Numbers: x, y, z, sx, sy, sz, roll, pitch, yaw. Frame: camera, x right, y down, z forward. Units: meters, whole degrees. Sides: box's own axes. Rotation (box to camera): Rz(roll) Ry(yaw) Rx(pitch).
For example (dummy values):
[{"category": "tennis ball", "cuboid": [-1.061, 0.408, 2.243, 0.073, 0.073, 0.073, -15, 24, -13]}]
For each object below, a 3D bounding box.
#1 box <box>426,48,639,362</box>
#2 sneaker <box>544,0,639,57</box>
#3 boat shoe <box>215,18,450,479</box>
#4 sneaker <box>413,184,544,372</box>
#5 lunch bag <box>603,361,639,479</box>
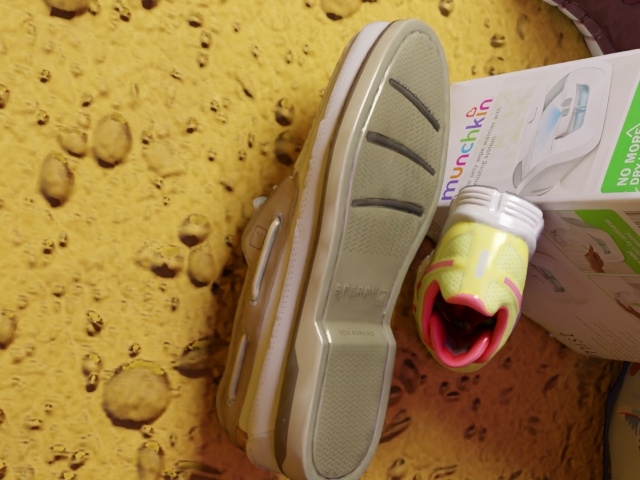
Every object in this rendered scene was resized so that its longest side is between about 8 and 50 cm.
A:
[{"category": "box", "cuboid": [0.233, -0.007, 0.679, 0.262, 0.231, 0.126, 35, 71, -31]}, {"category": "sneaker", "cuboid": [0.261, -0.218, 0.721, 0.281, 0.163, 0.106, 37, 74, -31]}, {"category": "boat shoe", "cuboid": [0.000, 0.000, 0.594, 0.113, 0.103, 0.302, 23, 80, -49]}, {"category": "sneaker", "cuboid": [0.096, 0.052, 0.635, 0.208, 0.082, 0.094, 84, 24, -58]}, {"category": "lunch bag", "cuboid": [0.401, 0.275, 0.745, 0.239, 0.328, 0.385, -19, 103, -11]}]
